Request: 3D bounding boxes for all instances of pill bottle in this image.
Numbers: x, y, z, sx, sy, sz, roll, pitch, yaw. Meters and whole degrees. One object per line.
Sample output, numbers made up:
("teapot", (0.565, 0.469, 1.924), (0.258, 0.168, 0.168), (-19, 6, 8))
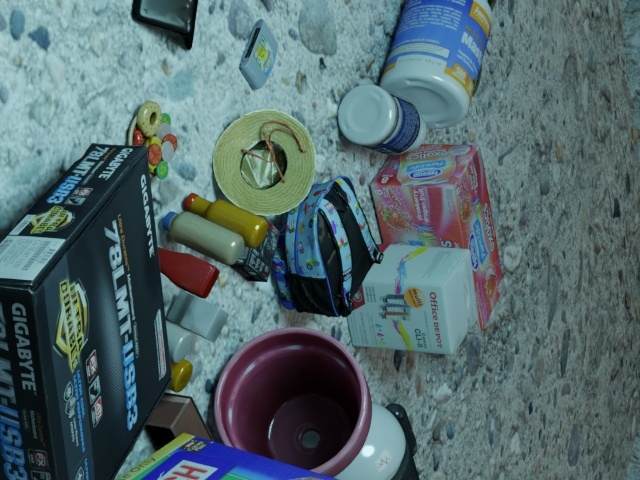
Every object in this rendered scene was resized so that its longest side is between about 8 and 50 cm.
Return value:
("pill bottle", (0.201, -0.335, 1.979), (0.152, 0.152, 0.272), (55, 46, -50))
("pill bottle", (0.103, -0.184, 1.864), (0.169, 0.094, 0.094), (9, 84, -62))

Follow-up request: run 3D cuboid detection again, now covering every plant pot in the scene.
("plant pot", (-0.026, 0.237, 1.568), (0.180, 0.201, 0.201), (71, 31, -64))

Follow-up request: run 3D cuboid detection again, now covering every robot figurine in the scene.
("robot figurine", (0.059, 0.361, 1.751), (0.209, 0.174, 0.278), (-91, 166, -54))

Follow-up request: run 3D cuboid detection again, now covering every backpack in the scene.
("backpack", (0.000, 0.000, 1.654), (0.158, 0.117, 0.173), (-57, 140, -44))

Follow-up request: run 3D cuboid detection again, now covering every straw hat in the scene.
("straw hat", (-0.077, -0.095, 1.552), (0.061, 0.144, 0.144), (147, -45, -70))

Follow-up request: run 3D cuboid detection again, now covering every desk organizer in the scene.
("desk organizer", (-0.164, 0.247, 1.435), (0.050, 0.047, 0.130), (-58, 141, -40))

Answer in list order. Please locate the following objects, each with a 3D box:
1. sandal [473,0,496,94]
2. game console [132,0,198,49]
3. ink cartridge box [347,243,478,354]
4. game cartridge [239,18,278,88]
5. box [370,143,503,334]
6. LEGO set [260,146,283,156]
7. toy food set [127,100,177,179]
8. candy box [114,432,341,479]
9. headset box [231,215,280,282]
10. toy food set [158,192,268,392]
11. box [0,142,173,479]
("sandal", (0.243, -0.378, 2.130), (0.086, 0.120, 0.302), (99, 4, -74))
("game console", (-0.177, -0.299, 1.398), (0.107, 0.071, 0.122), (11, 81, -32))
("ink cartridge box", (0.143, 0.091, 1.876), (0.127, 0.176, 0.128), (-47, 132, -52))
("game cartridge", (-0.081, -0.247, 1.587), (0.056, 0.017, 0.083), (59, 42, -53))
("box", (0.201, -0.003, 2.010), (0.142, 0.154, 0.300), (-54, 139, -46))
("LEGO set", (-0.061, -0.124, 1.636), (0.083, 0.023, 0.054), (41, 53, -41))
("toy food set", (-0.193, -0.114, 1.372), (0.082, 0.020, 0.083), (46, 52, -55))
("candy box", (-0.103, 0.338, 1.227), (0.268, 0.317, 0.122), (-32, 122, -48))
("headset box", (-0.087, 0.006, 1.579), (0.062, 0.032, 0.083), (45, 52, -56))
("toy food set", (-0.165, 0.051, 1.398), (0.232, 0.104, 0.111), (-64, 163, -7))
("box", (-0.231, 0.095, 1.159), (0.293, 0.073, 0.295), (-62, 155, -59))
